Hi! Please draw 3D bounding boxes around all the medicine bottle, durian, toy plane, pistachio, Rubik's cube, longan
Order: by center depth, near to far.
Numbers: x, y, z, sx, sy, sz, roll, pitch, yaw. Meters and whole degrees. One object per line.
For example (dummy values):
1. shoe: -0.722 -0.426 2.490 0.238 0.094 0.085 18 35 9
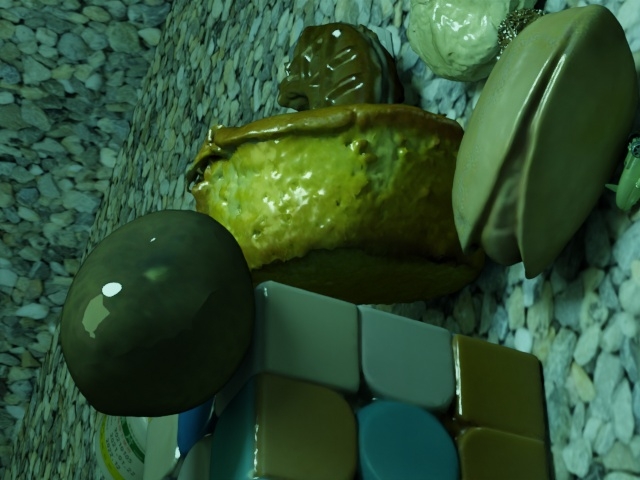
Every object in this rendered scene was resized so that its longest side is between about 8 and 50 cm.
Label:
1. longan: -0.153 0.075 1.366 0.198 0.198 0.212 -54 9 43
2. toy plane: 0.319 -0.081 1.417 0.102 0.040 0.111 -76 11 -67
3. pistachio: 0.231 -0.107 1.475 0.293 0.162 0.181 -66 -13 18
4. Rubik's cube: 0.017 0.298 1.503 0.347 0.344 0.347 -50 30 45
5. durian: 0.237 -0.230 1.671 0.091 0.080 0.080 -37 41 40
6. medicine bottle: -0.216 0.280 2.291 0.340 0.208 0.208 131 147 -50

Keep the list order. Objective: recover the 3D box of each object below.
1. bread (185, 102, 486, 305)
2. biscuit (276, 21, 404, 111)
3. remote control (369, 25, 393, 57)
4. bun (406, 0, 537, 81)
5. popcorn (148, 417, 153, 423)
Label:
1. bread: 0.027 -0.033 1.686 0.337 0.358 0.204 -36 52 55
2. biscuit: 0.002 -0.132 1.989 0.268 0.115 0.366 18 87 58
3. remote control: 0.043 -0.215 2.212 0.103 0.034 0.250 -95 28 -42
4. bun: 0.178 -0.306 1.792 0.220 0.134 0.220 -41 41 50
5. popcorn: -0.109 0.218 1.828 0.265 0.225 0.332 -27 60 40
